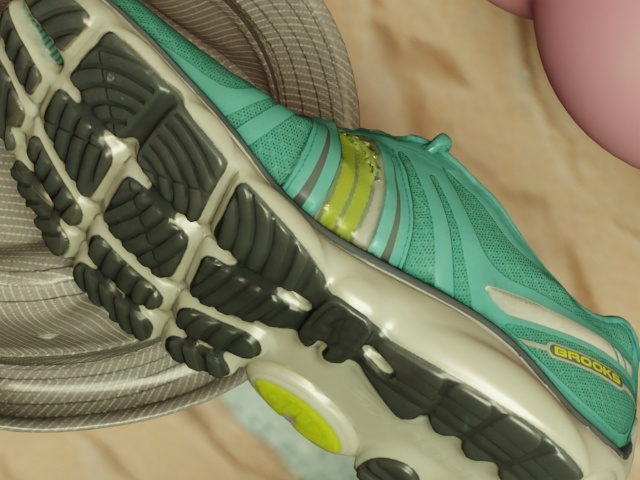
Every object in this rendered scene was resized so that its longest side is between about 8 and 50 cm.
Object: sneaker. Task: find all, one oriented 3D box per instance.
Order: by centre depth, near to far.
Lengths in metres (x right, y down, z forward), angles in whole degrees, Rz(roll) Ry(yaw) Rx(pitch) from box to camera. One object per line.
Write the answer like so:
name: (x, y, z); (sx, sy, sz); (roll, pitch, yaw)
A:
sneaker: (0.000, 0.000, 0.713); (0.275, 0.107, 0.110); (39, 47, -8)

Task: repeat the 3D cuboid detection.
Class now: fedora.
fedora: (-0.111, -0.041, 0.785); (0.275, 0.124, 0.243); (11, 89, -7)

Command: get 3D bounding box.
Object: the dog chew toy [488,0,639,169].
dog chew toy: (0.179, -0.096, 0.771); (0.332, 0.206, 0.206); (37, 85, 25)
